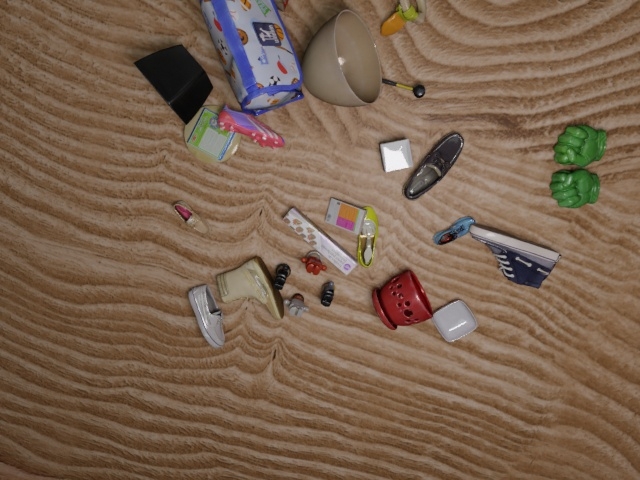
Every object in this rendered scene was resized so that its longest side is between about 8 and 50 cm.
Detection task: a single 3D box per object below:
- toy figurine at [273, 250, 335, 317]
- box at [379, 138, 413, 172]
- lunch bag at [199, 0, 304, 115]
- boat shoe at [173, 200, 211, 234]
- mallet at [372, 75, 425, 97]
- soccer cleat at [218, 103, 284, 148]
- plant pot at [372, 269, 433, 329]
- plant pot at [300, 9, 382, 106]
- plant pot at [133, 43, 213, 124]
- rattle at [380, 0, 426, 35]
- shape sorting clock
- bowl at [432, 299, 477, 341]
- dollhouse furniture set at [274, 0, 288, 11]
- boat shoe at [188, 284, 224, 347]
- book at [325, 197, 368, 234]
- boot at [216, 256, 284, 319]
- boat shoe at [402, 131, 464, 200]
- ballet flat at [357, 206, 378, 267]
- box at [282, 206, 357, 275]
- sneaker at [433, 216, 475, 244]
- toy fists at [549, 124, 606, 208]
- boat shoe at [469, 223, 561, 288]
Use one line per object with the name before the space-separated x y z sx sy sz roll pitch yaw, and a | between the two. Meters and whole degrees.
toy figurine | -0.059 0.165 1.579 0.213 0.148 0.209 -25 106 8
box | 0.263 -0.299 1.458 0.102 0.087 0.101 -10 103 8
lunch bag | -0.203 -0.578 1.283 0.239 0.385 0.327 -20 100 10
boat shoe | -0.498 -0.082 1.598 0.170 0.059 0.063 42 104 -5
mallet | 0.271 -0.532 1.433 0.190 0.062 0.039 21 104 15
soccer cleat | -0.240 -0.405 1.482 0.248 0.083 0.095 17 74 -11
plant pot | 0.298 0.229 1.532 0.174 0.191 0.191 -30 99 16
plant pot | 0.049 -0.558 1.347 0.191 0.284 0.284 -6 105 36
plant pot | -0.479 -0.543 1.418 0.167 0.187 0.188 -40 87 -4
rattle | 0.272 -0.797 1.367 0.130 0.143 0.199 -5 88 -26
shape sorting clock | -0.394 -0.387 1.523 0.206 0.040 0.206 -1 99 -4
bowl | 0.512 0.302 1.598 0.142 0.053 0.142 -32 98 12
dollhouse furniture set | -0.109 -0.908 1.347 0.262 0.135 0.259 23 93 -1
boat shoe | -0.435 0.303 1.672 0.088 0.096 0.267 -20 93 14
book | 0.092 -0.089 1.527 0.144 0.035 0.096 23 107 25
boot | -0.273 0.217 1.630 0.203 0.095 0.262 -24 99 10
boat shoe | 0.399 -0.252 1.454 0.103 0.092 0.285 41 104 -5
ballet flat | 0.177 -0.007 1.542 0.077 0.077 0.231 2 103 0
box | 0.000 0.000 1.568 0.324 0.067 0.063 41 104 -4
sneaker | 0.492 -0.025 1.510 0.162 0.073 0.063 -34 98 11
toy fists | 0.868 -0.247 1.410 0.142 0.096 0.279 0 105 6
boat shoe | 0.669 0.062 1.483 0.341 0.127 0.158 19 106 -3
